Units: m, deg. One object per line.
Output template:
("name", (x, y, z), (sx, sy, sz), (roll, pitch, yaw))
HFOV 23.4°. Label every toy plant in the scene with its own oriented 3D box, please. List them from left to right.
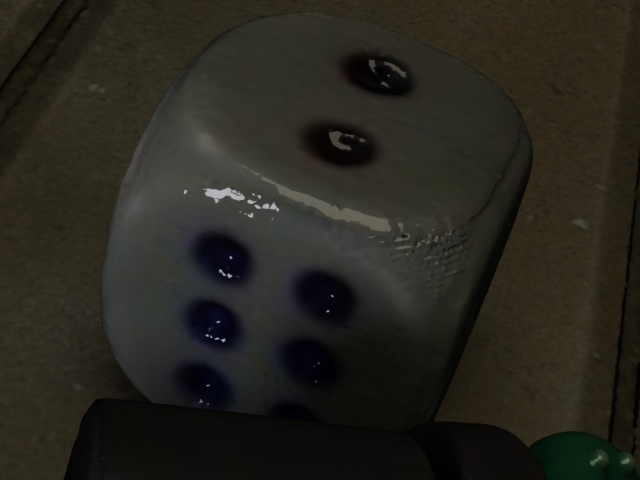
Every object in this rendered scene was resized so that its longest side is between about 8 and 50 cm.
("toy plant", (0.078, 0.175, 0.698), (0.400, 0.185, 0.279), (14, 18, -13))

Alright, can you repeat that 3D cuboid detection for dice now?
("dice", (0.000, 0.000, 0.860), (0.194, 0.193, 0.192), (24, 39, 9))
